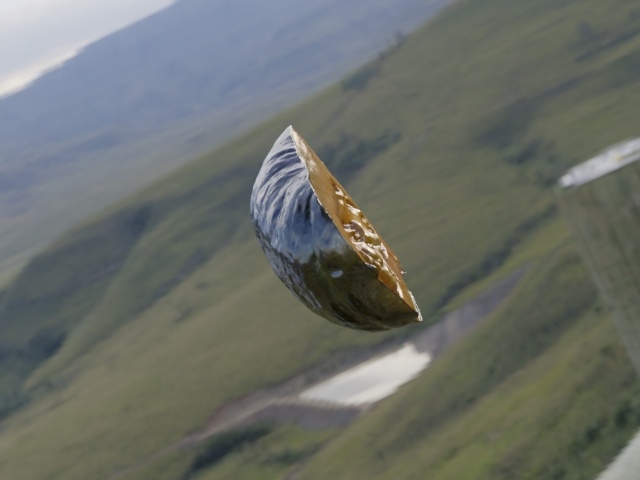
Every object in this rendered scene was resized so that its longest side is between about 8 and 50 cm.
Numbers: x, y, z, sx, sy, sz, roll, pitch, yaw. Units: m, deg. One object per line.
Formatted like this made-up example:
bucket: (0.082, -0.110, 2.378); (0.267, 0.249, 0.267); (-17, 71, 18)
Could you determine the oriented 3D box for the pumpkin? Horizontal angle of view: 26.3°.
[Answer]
pumpkin: (0.000, 0.001, 0.360); (0.028, 0.050, 0.083); (-38, 18, 3)
